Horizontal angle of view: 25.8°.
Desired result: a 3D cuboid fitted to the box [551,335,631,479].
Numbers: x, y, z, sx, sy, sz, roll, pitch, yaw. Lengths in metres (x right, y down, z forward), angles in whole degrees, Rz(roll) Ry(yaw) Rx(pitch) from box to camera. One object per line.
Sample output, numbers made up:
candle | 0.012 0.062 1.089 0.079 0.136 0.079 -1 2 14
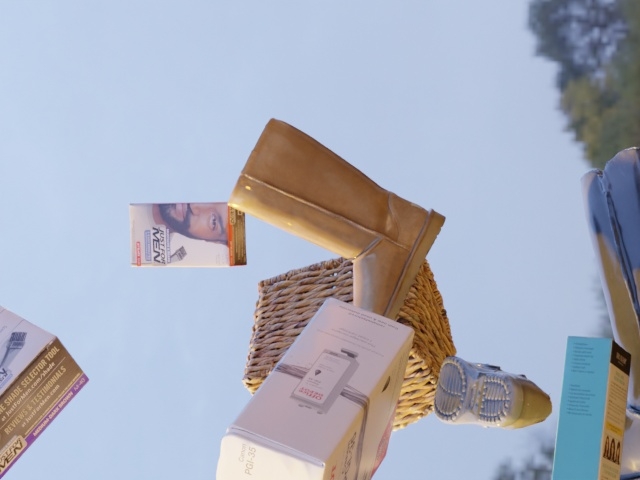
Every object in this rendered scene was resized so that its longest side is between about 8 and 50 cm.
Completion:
box | 0.330 0.246 1.717 0.100 0.060 0.244 32 -117 -60

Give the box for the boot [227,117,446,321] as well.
boot | 0.000 0.000 1.862 0.236 0.270 0.089 -63 1 -8

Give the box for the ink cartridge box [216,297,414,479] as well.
ink cartridge box | -0.009 0.229 1.571 0.283 0.117 0.207 -50 -25 -54

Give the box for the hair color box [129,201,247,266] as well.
hair color box | -0.189 -0.009 1.983 0.053 0.167 0.093 -5 -86 -64

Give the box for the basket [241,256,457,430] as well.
basket | 0.057 0.167 2.193 0.213 0.299 0.223 55 -152 -35

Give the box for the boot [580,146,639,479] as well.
boot | 0.418 0.122 1.906 0.367 0.146 0.445 -27 75 59

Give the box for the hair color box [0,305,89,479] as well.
hair color box | -0.494 0.166 1.881 0.185 0.339 0.110 -49 -43 -21

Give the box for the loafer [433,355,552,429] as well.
loafer | 0.228 0.214 1.880 0.251 0.087 0.094 -167 92 -71
